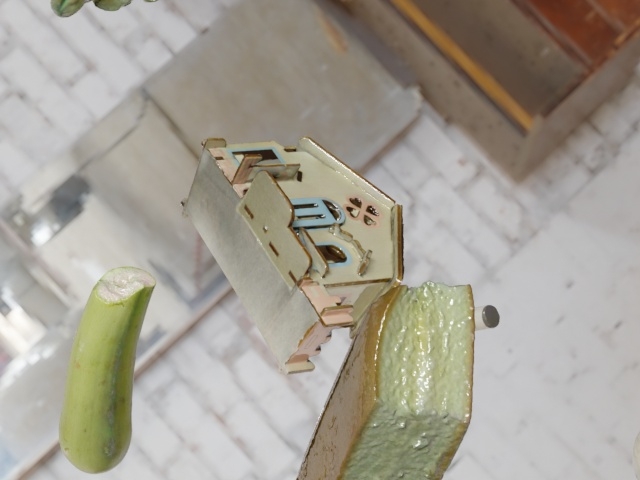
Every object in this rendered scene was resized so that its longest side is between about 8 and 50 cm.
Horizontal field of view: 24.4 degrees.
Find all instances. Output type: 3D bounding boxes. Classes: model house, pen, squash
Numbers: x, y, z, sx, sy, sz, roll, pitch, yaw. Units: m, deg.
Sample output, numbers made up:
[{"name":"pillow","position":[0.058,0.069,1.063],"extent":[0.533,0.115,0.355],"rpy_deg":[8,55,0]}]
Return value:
[{"name":"model house","position":[0.000,0.000,1.908],"extent":[0.244,0.169,0.326],"rpy_deg":[-1,-134,-42]},{"name":"pen","position":[0.110,0.093,1.569],"extent":[0.204,0.025,0.025],"rpy_deg":[-15,120,49]},{"name":"squash","position":[-0.237,0.148,1.626],"extent":[0.083,0.083,0.250],"rpy_deg":[35,122,43]}]

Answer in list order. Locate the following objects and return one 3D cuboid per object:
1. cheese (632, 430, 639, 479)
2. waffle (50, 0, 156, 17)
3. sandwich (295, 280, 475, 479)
[{"name":"cheese","position":[0.511,0.304,1.986],"extent":[0.189,0.154,0.198],"rpy_deg":[38,-174,-27]},{"name":"waffle","position":[-0.160,-0.354,1.501],"extent":[0.292,0.309,0.056],"rpy_deg":[97,151,-54]},{"name":"sandwich","position":[0.055,0.152,1.243],"extent":[0.096,0.094,0.258],"rpy_deg":[-113,37,-48]}]
